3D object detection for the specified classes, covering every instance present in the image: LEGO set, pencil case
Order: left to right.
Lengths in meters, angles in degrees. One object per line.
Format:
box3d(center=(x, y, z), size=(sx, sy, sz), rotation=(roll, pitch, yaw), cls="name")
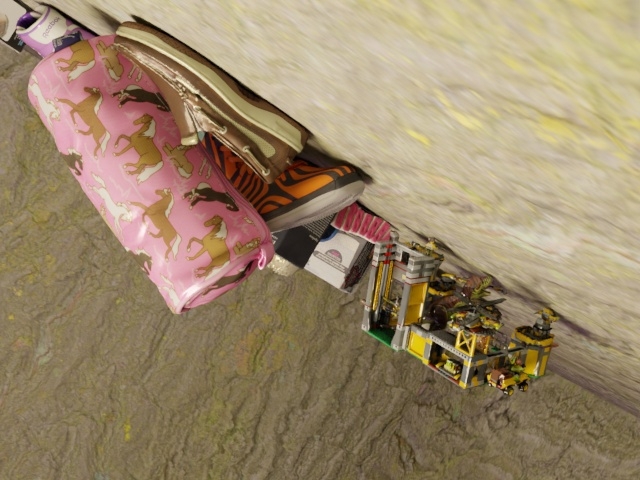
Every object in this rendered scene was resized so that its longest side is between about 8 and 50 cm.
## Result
box3d(center=(-0.220, -0.090, 0.948), size=(0.386, 0.160, 0.167), rotation=(55, 143, 7), cls="pencil case")
box3d(center=(0.230, 0.093, 1.192), size=(0.255, 0.192, 0.331), rotation=(-2, -161, -29), cls="LEGO set")

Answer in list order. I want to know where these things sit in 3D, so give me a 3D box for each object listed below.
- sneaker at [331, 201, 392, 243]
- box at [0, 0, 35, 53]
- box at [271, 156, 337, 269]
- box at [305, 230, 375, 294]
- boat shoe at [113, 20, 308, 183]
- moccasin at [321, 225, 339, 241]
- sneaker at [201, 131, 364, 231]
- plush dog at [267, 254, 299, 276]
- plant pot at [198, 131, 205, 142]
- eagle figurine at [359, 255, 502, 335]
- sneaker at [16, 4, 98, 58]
box3d(center=(0.050, -0.043, 1.332), size=(0.170, 0.063, 0.075), rotation=(27, 175, -29), cls="sneaker")
box3d(center=(-0.678, -0.471, 1.315), size=(0.169, 0.087, 0.290), rotation=(30, 178, 27), cls="box")
box3d(center=(-0.064, -0.061, 1.216), size=(0.156, 0.158, 0.093), rotation=(29, 177, 37), cls="box")
box3d(center=(0.000, 0.000, 1.741), size=(0.247, 0.163, 0.142), rotation=(30, 180, 21), cls="box")
box3d(center=(-0.141, -0.156, 0.861), size=(0.258, 0.095, 0.095), rotation=(32, 178, -13), cls="boat shoe")
box3d(center=(-0.108, -0.103, 1.644), size=(0.342, 0.137, 0.116), rotation=(12, 144, 20), cls="moccasin")
box3d(center=(-0.084, -0.099, 1.038), size=(0.321, 0.179, 0.125), rotation=(-15, -179, 43), cls="sneaker")
box3d(center=(-0.095, -0.082, 1.436), size=(0.225, 0.211, 0.262), rotation=(52, -172, 25), cls="plush dog")
box3d(center=(-0.348, -0.119, 1.585), size=(0.293, 0.196, 0.293), rotation=(47, 154, 32), cls="plant pot")
box3d(center=(0.274, 0.150, 1.741), size=(0.227, 0.225, 0.298), rotation=(-12, 166, -29), cls="eagle figurine")
box3d(center=(-0.452, -0.337, 1.274), size=(0.161, 0.102, 0.282), rotation=(35, 167, -16), cls="sneaker")
